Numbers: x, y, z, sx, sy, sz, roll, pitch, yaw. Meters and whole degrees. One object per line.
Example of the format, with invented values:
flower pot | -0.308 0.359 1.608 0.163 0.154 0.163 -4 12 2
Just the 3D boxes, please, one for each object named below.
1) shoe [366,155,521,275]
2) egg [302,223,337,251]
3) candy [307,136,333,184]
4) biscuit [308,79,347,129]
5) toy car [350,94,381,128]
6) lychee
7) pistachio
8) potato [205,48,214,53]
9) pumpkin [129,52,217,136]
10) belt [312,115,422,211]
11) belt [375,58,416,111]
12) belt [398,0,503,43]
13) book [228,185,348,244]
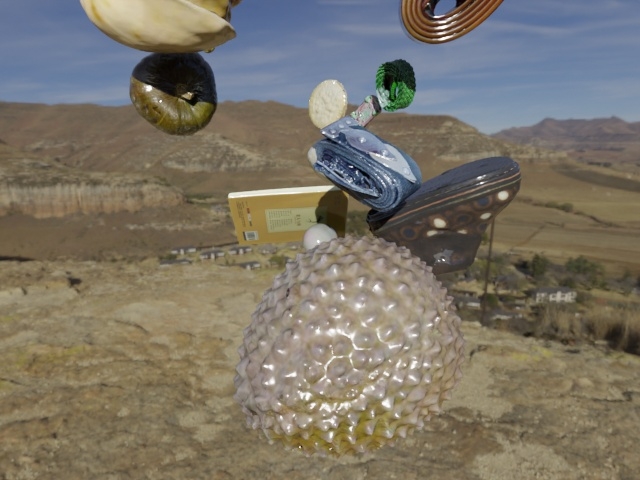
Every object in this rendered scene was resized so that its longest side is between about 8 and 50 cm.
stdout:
shoe | 0.323 -0.037 1.102 0.384 0.237 0.171 -23 16 19
egg | 0.000 0.000 1.346 0.103 0.103 0.135 4 16 16
candy | 0.086 -0.284 1.606 0.296 0.185 0.295 -1 -6 0
biscuit | 0.020 -0.397 1.306 0.152 0.151 0.020 11 11 42
toy car | 0.156 -0.426 1.494 0.055 0.069 0.142 -16 -14 -39
lychee | 0.049 0.186 0.789 0.381 0.380 0.432 11 34 40
pistachio | -0.319 -0.488 0.884 0.321 0.229 0.238 10 7 -8
potato | -0.326 -0.585 1.285 0.045 0.092 0.046 -8 2 3
pumpkin | -0.359 -0.366 1.111 0.219 0.218 0.162 -8 16 -34
belt | 0.086 -0.143 0.904 0.218 0.122 0.128 35 50 19
belt | 0.231 -0.464 1.337 0.079 0.151 0.121 -22 33 -30
belt | 0.336 -0.630 1.068 0.217 0.339 0.122 41 21 -12
book | -0.100 -0.078 1.512 0.389 0.268 0.032 -3 54 -4
